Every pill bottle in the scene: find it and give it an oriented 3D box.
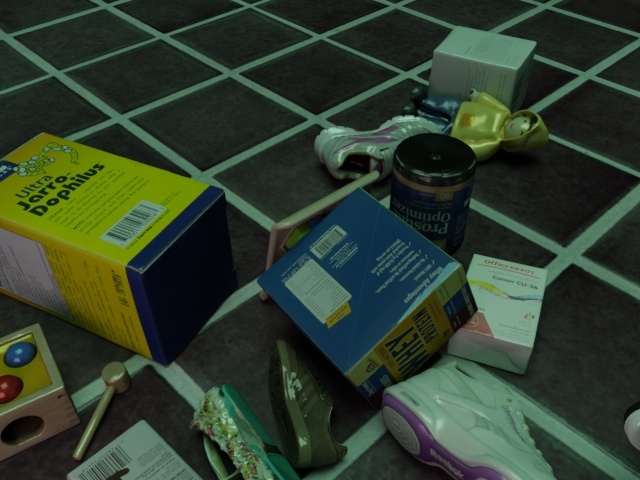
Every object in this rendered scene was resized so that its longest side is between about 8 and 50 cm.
[{"bbox_3d":[0.168,-0.046,1.002,0.123,0.219,0.122,-1,41,1],"label":"pill bottle"}]

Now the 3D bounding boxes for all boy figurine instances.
[{"bbox_3d":[0.308,-0.227,1.295,0.285,0.092,0.177,20,69,28],"label":"boy figurine"}]

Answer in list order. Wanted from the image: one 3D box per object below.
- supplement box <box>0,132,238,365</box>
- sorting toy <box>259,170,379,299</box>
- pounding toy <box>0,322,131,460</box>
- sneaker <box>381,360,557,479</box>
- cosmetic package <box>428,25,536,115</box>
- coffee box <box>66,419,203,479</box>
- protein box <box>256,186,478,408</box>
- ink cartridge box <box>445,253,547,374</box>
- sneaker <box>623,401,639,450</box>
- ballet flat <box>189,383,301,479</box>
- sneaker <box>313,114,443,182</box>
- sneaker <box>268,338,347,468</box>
[{"bbox_3d":[-0.331,0.002,0.975,0.357,0.194,0.195,18,45,20],"label":"supplement box"},{"bbox_3d":[0.000,0.000,0.974,0.193,0.208,0.038,-30,67,-29],"label":"sorting toy"},{"bbox_3d":[-0.354,0.195,0.832,0.206,0.094,0.181,-24,46,-23],"label":"pounding toy"},{"bbox_3d":[0.213,0.238,0.746,0.152,0.114,0.305,-24,40,-28],"label":"sneaker"},{"bbox_3d":[0.347,-0.354,1.402,0.184,0.151,0.151,21,46,21],"label":"cosmetic package"},{"bbox_3d":[-0.135,0.318,0.646,0.247,0.141,0.098,31,50,33],"label":"coffee box"},{"bbox_3d":[0.064,0.075,0.880,0.200,0.136,0.201,-43,52,-7],"label":"protein box"},{"bbox_3d":[0.267,0.091,0.960,0.116,0.067,0.198,13,44,17],"label":"ink cartridge box"},{"bbox_3d":[0.407,0.162,0.689,0.217,0.079,0.121,0,35,-7],"label":"sneaker"},{"bbox_3d":[-0.080,0.272,0.766,0.077,0.091,0.241,-46,48,-2],"label":"ballet flat"},{"bbox_3d":[0.119,-0.162,1.238,0.253,0.102,0.111,-10,46,-1],"label":"sneaker"},{"bbox_3d":[-0.020,0.212,0.845,0.071,0.066,0.188,5,42,-22],"label":"sneaker"}]
